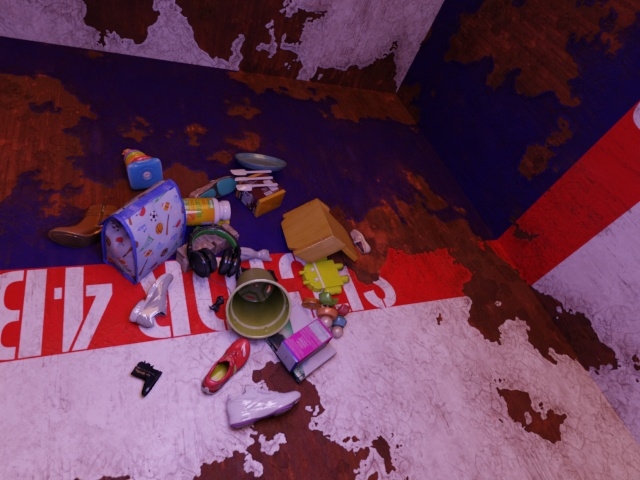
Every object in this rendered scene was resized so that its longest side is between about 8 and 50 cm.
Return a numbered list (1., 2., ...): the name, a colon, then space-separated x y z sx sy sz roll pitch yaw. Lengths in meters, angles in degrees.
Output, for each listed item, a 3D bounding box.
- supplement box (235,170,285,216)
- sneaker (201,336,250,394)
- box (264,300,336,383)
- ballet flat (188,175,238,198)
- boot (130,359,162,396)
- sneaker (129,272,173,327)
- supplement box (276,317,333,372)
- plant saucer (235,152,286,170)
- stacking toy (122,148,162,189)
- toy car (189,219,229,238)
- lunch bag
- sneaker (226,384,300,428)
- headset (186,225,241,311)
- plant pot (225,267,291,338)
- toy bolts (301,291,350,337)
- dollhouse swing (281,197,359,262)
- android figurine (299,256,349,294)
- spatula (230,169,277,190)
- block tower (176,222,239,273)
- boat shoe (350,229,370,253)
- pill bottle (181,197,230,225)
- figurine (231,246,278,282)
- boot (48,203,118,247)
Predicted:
1. supplement box: -0.346 -0.270 2.324 0.194 0.129 0.191 45 49 17
2. sneaker: -0.370 0.502 1.651 0.107 0.118 0.279 33 46 5
3. box: -0.111 0.456 1.852 0.232 0.059 0.322 -27 65 -38
4. ballet flat: -0.602 -0.286 2.247 0.106 0.108 0.316 18 35 31
5. boot: -0.676 0.524 1.544 0.099 0.045 0.121 29 38 -2
6. sneaker: -0.696 0.262 1.740 0.121 0.099 0.263 32 53 -7
7. supplement box: -0.067 0.452 1.760 0.220 0.111 0.114 -25 64 -38
8. plant saucer: -0.367 -0.477 2.478 0.317 0.044 0.318 10 22 -4
9. stacking toy: -0.987 -0.422 2.172 0.175 0.166 0.302 -22 48 -33
10. toy car: -0.612 -0.066 2.080 0.238 0.053 0.225 21 46 -6
11. lunch bag: -0.770 -0.061 1.771 0.238 0.386 0.328 33 47 4
12. sneaker: -0.224 0.630 1.608 0.304 0.114 0.152 -6 55 -29
13. headset: -0.489 0.121 1.869 0.243 0.185 0.394 2 54 -30
14. plant pot: -0.280 0.249 1.799 0.275 0.276 0.254 11 16 -16
15. toy bolts: 0.025 0.372 1.943 0.228 0.218 0.159 36 50 -40
16. dollhouse swing: 0.000 0.000 2.256 0.315 0.305 0.347 -25 43 3
17. android figurine: 0.017 0.185 2.150 0.272 0.056 0.248 -3 53 -29
18. spatula: -0.370 -0.344 2.277 0.241 0.019 0.168 -6 49 -28
19. block tower: -0.557 0.027 1.998 0.097 0.091 0.335 40 46 13
20. boat shoe: 0.227 0.007 2.393 0.059 0.063 0.170 -17 61 -42
21. pill bottle: -0.584 -0.146 2.027 0.245 0.136 0.136 -5 54 -27
22. figurine: -0.328 0.121 2.035 0.209 0.092 0.215 5 48 -31
23. boot: -1.064 -0.082 1.845 0.283 0.109 0.220 1 53 -27
